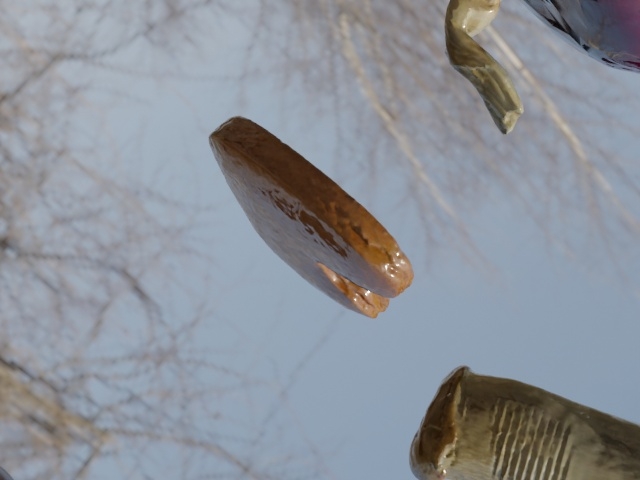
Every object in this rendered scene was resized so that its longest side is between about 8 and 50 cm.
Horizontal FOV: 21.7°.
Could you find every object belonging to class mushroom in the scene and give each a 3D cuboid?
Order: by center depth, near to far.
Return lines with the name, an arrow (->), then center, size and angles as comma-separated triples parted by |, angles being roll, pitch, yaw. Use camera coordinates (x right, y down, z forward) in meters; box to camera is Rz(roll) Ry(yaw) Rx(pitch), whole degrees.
mushroom -> 0.244, 0.183, 1.341 | 0.351, 0.123, 0.095 | 9, -150, 12

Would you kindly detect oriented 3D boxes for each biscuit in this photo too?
biscuit -> 0.000, 0.000, 1.155 | 0.186, 0.192, 0.036 | 39, -102, 28

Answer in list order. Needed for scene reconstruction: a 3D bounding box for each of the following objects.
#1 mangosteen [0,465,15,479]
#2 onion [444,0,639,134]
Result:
mangosteen -> -0.346, 0.283, 1.529 | 0.180, 0.166, 0.166 | -45, -158, 54
onion -> 0.104, -0.138, 0.588 | 0.153, 0.177, 0.177 | -15, -141, 1
